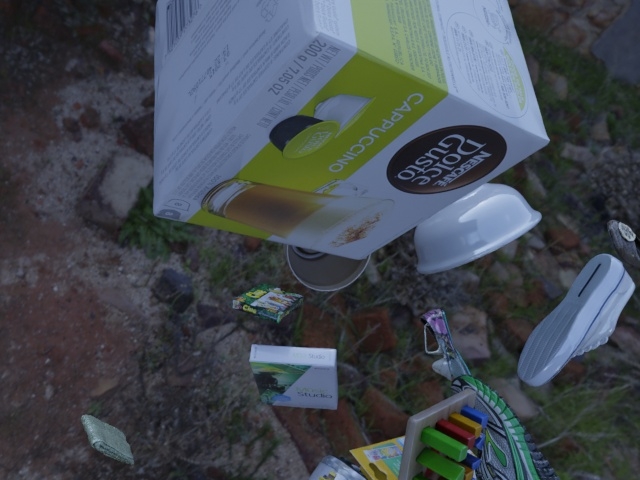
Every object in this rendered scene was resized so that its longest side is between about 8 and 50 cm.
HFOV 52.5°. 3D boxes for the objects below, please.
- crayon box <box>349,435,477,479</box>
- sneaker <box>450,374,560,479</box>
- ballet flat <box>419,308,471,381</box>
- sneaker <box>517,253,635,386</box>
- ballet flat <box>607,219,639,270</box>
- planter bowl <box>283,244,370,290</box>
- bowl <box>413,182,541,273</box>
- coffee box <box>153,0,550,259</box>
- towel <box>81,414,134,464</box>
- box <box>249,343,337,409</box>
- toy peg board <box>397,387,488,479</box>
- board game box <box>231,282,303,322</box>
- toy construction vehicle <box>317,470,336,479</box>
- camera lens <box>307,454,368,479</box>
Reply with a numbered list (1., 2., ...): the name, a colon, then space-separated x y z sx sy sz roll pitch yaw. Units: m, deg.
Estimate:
1. crayon box: 0.247 0.586 1.626 0.322 0.083 0.203 -2 26 -33
2. sneaker: 0.349 0.418 1.279 0.344 0.146 0.134 61 3 36
3. ballet flat: 0.297 0.270 1.570 0.079 0.077 0.222 -18 57 -1
4. sneaker: 0.435 0.148 1.078 0.091 0.258 0.094 39 0 -15
5. ballet flat: 0.696 0.039 1.386 0.250 0.058 0.084 43 49 -20
6. planter bowl: 0.000 0.000 1.192 0.162 0.162 0.109 25 4 -24
7. bowl: 0.322 -0.050 1.435 0.297 0.297 0.134 -31 96 -51
8. coffee box: 0.015 -0.215 0.803 0.334 0.337 0.339 14 57 -35
9. towel: -0.505 0.474 1.546 0.110 0.027 0.148 42 -6 44
10. box: -0.067 0.394 1.848 0.232 0.322 0.059 2 54 5
11. toy peg board: 0.192 0.320 0.932 0.079 0.161 0.160 20 19 41
12. board game box: -0.140 0.169 1.790 0.136 0.030 0.259 14 9 9
13. toy construction vehicle: 0.030 0.413 1.053 0.085 0.035 0.098 29 9 17
14. camera lens: 0.034 0.775 1.851 0.219 0.219 0.274 42 70 -6
